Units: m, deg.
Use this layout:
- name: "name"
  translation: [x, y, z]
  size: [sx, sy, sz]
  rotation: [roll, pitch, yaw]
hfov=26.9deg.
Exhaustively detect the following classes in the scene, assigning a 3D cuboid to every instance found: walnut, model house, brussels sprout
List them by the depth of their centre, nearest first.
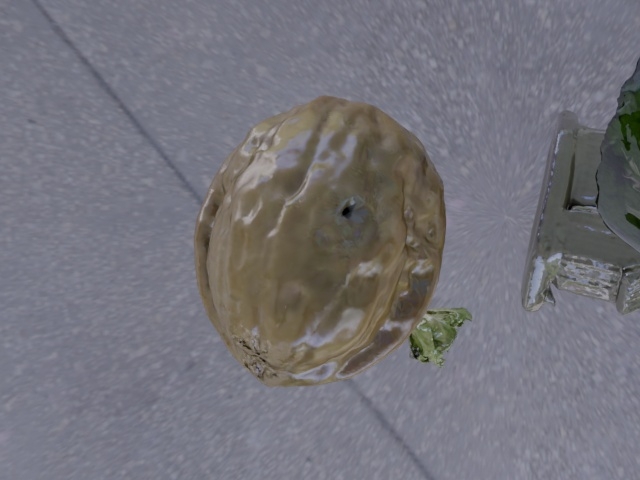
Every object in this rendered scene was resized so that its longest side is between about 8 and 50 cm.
- name: "walnut"
  translation: [0.000, 0.000, 1.060]
  size: [0.198, 0.198, 0.245]
  rotation: [18, 80, 7]
- name: "model house"
  translation: [0.293, -0.034, 1.299]
  size: [0.188, 0.122, 0.229]
  rotation: [6, 64, 20]
- name: "brussels sprout"
  translation: [0.125, 0.104, 1.466]
  size: [0.058, 0.085, 0.085]
  rotation: [28, 95, 15]

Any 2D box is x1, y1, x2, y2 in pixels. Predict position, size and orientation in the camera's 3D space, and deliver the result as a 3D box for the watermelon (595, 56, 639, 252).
- name: "watermelon"
  translation: [0.149, -0.045, 0.470]
  size: [0.063, 0.245, 0.119]
  rotation: [28, 76, 21]
